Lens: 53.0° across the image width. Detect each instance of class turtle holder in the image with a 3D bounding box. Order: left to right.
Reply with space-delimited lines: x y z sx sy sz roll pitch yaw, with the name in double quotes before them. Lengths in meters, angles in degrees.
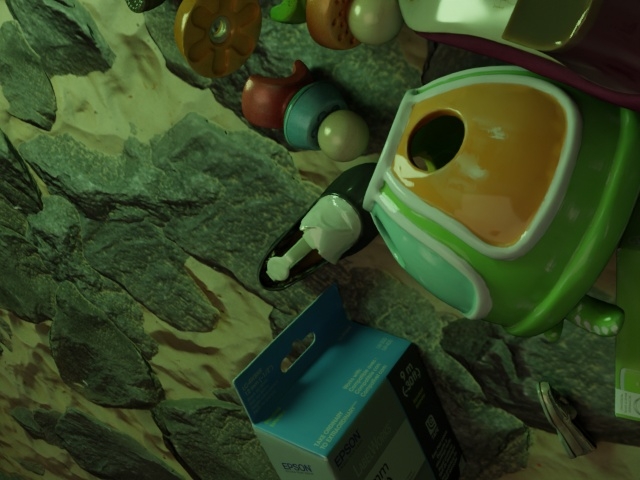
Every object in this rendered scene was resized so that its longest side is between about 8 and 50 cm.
"turtle holder" 0.170 -0.053 0.625 0.227 0.320 0.243 20 111 4

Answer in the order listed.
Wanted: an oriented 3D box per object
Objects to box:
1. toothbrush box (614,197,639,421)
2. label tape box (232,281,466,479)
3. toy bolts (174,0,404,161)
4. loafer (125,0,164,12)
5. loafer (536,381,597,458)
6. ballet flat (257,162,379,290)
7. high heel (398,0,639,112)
"toothbrush box" 0.435 0.082 0.594 0.283 0.122 0.206 6 121 32
"label tape box" 0.058 0.264 0.898 0.115 0.249 0.347 -9 112 40
"toy bolts" -0.021 -0.183 0.698 0.158 0.218 0.228 38 147 30
"loafer" -0.251 -0.375 0.860 0.056 0.050 0.148 -14 93 38
"loafer" 0.320 0.229 0.833 0.039 0.045 0.125 -21 111 25
"ballet flat" 0.000 0.000 0.879 0.095 0.096 0.280 48 134 1
"high heel" 0.188 -0.195 0.534 0.181 0.377 0.127 11 122 -20
